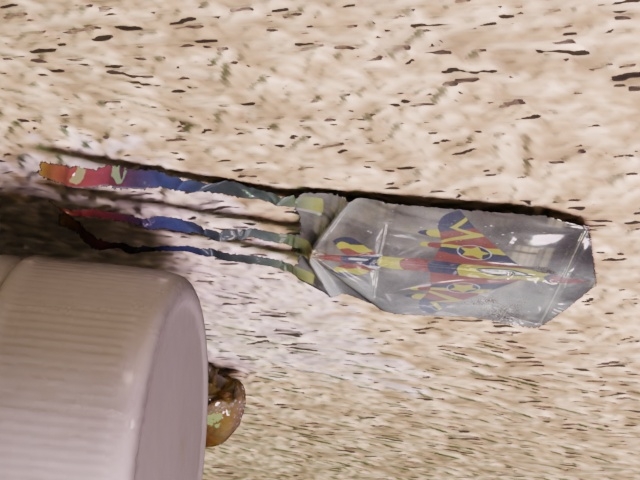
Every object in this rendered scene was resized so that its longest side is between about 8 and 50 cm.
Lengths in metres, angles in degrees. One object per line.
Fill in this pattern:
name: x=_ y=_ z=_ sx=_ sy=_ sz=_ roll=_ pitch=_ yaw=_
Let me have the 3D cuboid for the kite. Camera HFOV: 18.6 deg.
kite: x=0.000 y=0.001 z=0.854 sx=0.245 sy=0.015 sz=0.141 roll=10 pitch=156 yaw=2

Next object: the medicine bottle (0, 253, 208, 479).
medicine bottle: x=-0.233 y=0.087 z=0.893 sx=0.340 sy=0.208 sz=0.208 roll=5 pitch=158 yaw=7

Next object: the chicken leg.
chicken leg: x=-0.098 y=0.111 z=1.125 sx=0.085 sy=0.069 sz=0.198 roll=43 pitch=143 yaw=-12
